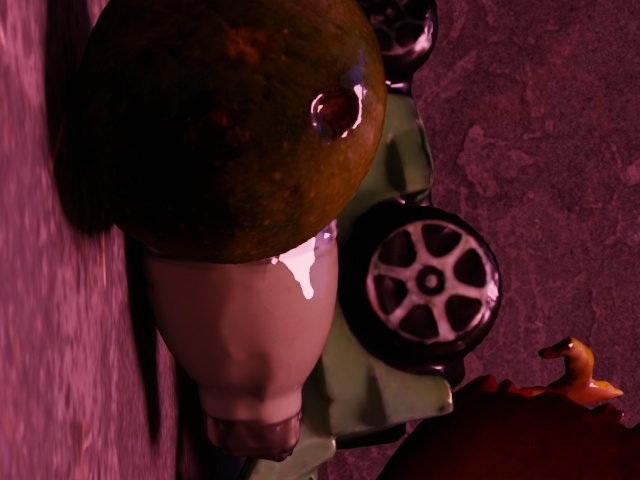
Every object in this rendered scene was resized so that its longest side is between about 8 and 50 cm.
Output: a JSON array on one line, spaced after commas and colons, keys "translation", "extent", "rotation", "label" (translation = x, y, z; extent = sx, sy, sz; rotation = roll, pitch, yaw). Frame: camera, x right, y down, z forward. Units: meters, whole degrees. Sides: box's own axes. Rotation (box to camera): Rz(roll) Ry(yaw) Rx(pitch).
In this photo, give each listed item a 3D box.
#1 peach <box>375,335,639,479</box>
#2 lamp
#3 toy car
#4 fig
[{"translation": [0.169, 0.256, 0.943], "extent": [0.310, 0.335, 0.406], "rotation": [-55, 176, 3], "label": "peach"}, {"translation": [-0.041, -0.009, 0.719], "extent": [0.101, 0.101, 0.250], "rotation": [-84, 172, -75], "label": "lamp"}, {"translation": [0.000, 0.000, 0.910], "extent": [0.213, 0.176, 0.359], "rotation": [121, -41, -78], "label": "toy car"}, {"translation": [-0.041, -0.044, 0.601], "extent": [0.156, 0.123, 0.123], "rotation": [120, -31, -71], "label": "fig"}]
